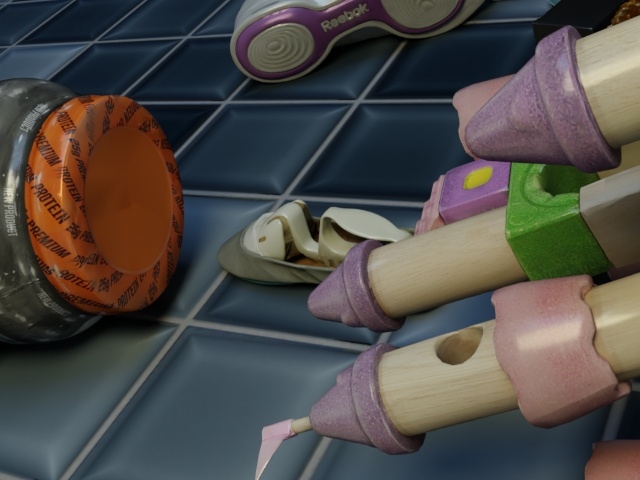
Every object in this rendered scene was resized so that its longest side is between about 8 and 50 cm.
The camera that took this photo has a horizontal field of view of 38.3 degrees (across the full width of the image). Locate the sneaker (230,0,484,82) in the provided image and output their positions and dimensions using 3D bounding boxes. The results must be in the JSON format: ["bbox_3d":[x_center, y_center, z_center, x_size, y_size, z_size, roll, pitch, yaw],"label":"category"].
[{"bbox_3d":[0.041,-0.282,1.032,0.305,0.114,0.152,-16,36,4],"label":"sneaker"}]

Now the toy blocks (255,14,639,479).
[{"bbox_3d":[0.094,-0.022,0.489,0.260,0.309,0.288,-19,31,29],"label":"toy blocks"}]

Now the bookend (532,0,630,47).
[{"bbox_3d":[0.241,-0.219,0.814,0.072,0.156,0.157,19,50,42],"label":"bookend"}]

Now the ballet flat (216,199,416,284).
[{"bbox_3d":[0.000,0.000,0.702,0.213,0.068,0.072,11,44,36],"label":"ballet flat"}]

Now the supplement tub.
[{"bbox_3d":[-0.296,-0.018,0.744,0.338,0.207,0.207,-3,37,21],"label":"supplement tub"}]

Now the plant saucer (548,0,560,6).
[{"bbox_3d":[0.296,-0.258,0.961,0.119,0.021,0.119,-12,36,9],"label":"plant saucer"}]

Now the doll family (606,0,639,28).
[{"bbox_3d":[0.302,-0.136,0.672,0.263,0.118,0.163,-7,27,0],"label":"doll family"}]
